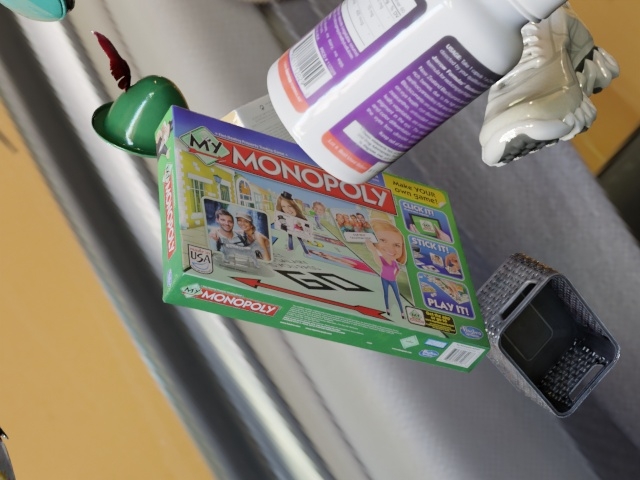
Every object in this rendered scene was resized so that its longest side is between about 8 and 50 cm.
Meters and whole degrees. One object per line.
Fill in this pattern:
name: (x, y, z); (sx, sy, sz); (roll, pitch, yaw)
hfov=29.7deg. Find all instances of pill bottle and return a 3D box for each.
pill bottle: (0.067, -0.134, 0.809); (0.193, 0.108, 0.108); (-37, -3, 24)

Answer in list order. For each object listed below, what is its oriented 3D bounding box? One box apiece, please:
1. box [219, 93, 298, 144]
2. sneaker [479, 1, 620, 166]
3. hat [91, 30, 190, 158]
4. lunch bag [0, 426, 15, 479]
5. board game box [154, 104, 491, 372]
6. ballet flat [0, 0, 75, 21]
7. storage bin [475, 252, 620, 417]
box: (-0.081, -0.076, 1.495); (0.130, 0.170, 0.091); (-26, 4, 40)
sneaker: (0.196, -0.156, 1.116); (0.110, 0.118, 0.292); (-21, 14, 26)
hat: (-0.234, -0.232, 1.720); (0.208, 0.173, 0.183); (-90, 12, -60)
lunch bag: (-0.310, 0.182, 1.080); (0.053, 0.083, 0.071); (-24, -36, -7)
board game box: (0.000, 0.000, 1.144); (0.046, 0.317, 0.213); (-53, 34, 38)
ballet flat: (-0.345, -0.339, 1.321); (0.316, 0.108, 0.106); (49, -132, -76)
storage bin: (0.273, 0.118, 1.493); (0.122, 0.180, 0.084); (-47, 31, -7)
